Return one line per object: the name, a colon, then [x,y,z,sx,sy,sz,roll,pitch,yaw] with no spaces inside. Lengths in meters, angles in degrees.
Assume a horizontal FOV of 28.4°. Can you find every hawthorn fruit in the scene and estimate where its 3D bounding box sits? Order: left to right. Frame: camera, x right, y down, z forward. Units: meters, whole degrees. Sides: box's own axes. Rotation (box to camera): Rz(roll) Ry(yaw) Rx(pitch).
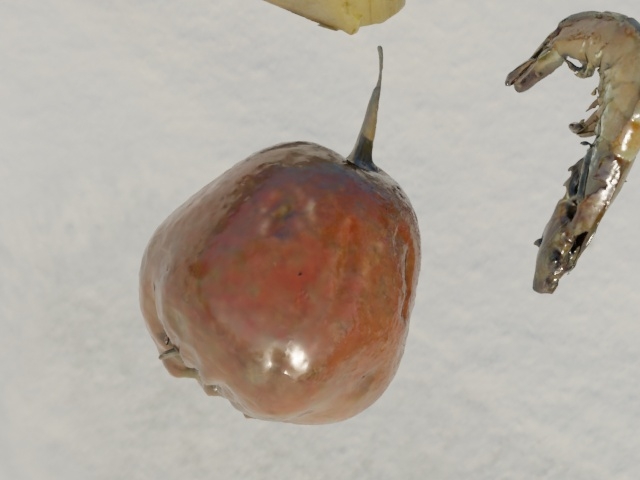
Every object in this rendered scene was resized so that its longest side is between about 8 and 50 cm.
hawthorn fruit: [-0.002,0.015,0.641,0.149,0.189,0.149,52,7,-9]

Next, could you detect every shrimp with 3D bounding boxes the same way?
shrimp: [0.166,-0.070,0.889,0.035,0.195,0.148,11,17,-34]

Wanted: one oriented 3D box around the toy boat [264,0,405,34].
toy boat: [-0.057,-0.275,1.055,0.310,0.089,0.115,26,67,22]
